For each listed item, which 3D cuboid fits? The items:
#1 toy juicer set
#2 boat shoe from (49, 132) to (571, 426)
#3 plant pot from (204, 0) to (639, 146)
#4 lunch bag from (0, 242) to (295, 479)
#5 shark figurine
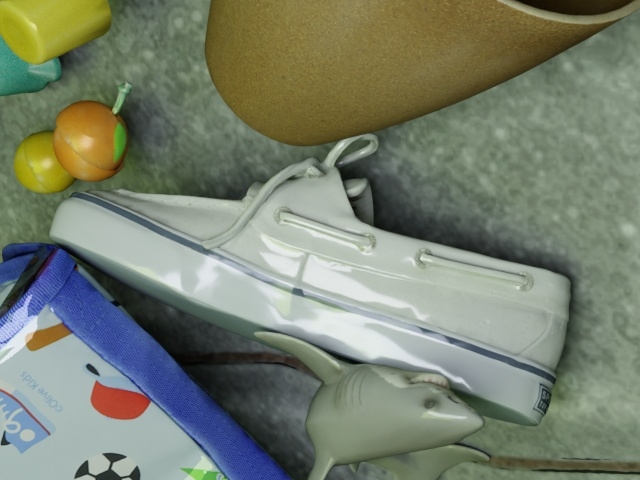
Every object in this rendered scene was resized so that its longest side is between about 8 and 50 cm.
[{"bbox_3d":[-0.259,-0.143,1.060,0.329,0.089,0.209,17,138,41],"label":"toy juicer set"},{"bbox_3d":[0.001,-0.002,0.910,0.367,0.136,0.156,18,78,11],"label":"boat shoe"},{"bbox_3d":[0.035,-0.165,0.788,0.237,0.237,0.254,52,139,2],"label":"plant pot"},{"bbox_3d":[-0.218,0.193,1.025,0.385,0.239,0.328,-29,114,34],"label":"lunch bag"},{"bbox_3d":[0.023,0.154,0.899,0.166,0.116,0.278,18,162,12],"label":"shark figurine"}]
